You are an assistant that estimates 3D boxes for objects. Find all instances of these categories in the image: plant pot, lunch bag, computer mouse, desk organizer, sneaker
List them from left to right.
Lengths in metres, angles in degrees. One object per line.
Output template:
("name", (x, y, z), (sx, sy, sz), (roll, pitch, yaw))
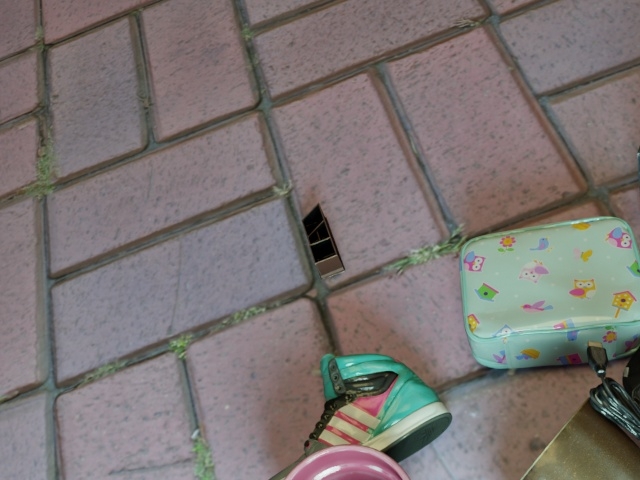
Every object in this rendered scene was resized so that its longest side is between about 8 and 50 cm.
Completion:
("desk organizer", (0.000, 0.000, 1.518), (0.047, 0.050, 0.130), (-22, 51, 3))
("sneaker", (0.024, 0.263, 1.270), (0.295, 0.124, 0.178), (-26, 56, -10))
("plant pot", (0.050, 0.397, 1.131), (0.201, 0.180, 0.201), (-9, 52, 12))
("lunch bag", (0.356, 0.075, 1.306), (0.279, 0.108, 0.224), (-8, 48, 11))
("plant pot", (0.363, 0.352, 1.063), (0.230, 0.215, 0.215), (39, 73, 21))
("computer mouse", (0.413, 0.194, 1.140), (0.060, 0.184, 0.262), (-45, 4, 31))

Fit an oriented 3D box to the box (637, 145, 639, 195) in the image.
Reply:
("box", (0.692, -0.184, 1.324), (0.312, 0.179, 0.343), (10, 59, 30))
